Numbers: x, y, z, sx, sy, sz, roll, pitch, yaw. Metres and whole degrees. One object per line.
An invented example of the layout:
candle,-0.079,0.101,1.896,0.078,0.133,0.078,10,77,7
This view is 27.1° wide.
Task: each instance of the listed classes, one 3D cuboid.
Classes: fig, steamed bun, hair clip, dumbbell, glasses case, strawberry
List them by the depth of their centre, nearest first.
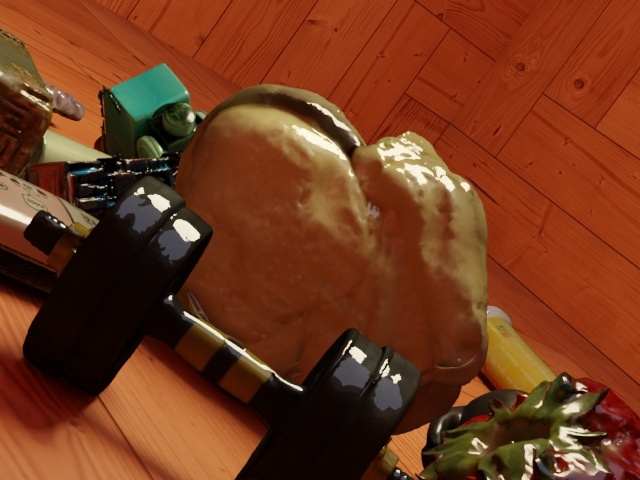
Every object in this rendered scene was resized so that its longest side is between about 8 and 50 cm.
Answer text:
dumbbell,-0.080,0.099,1.094,0.388,0.185,0.185,36,9,0
strawberry,0.212,0.275,1.187,0.277,0.257,0.257,61,3,-15
glasses case,-0.277,-0.007,1.248,0.314,0.075,0.122,28,15,-39
steamed bun,0.008,0.027,1.394,0.372,0.325,0.230,21,0,7
hair clip,-0.391,-0.188,1.765,0.173,0.069,0.300,31,10,-24
fig,-0.295,-0.119,1.868,0.050,0.050,0.083,32,29,-22

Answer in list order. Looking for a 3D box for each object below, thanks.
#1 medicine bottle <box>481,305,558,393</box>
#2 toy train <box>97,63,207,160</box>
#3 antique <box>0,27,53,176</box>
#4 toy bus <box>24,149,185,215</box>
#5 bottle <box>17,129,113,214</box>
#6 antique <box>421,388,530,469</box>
medicine bottle,0.352,0.250,2.153,0.108,0.108,0.426,30,11,-30
toy train,-0.212,-0.126,1.753,0.163,0.112,0.203,51,-27,24
antique,-0.396,-0.176,1.510,0.150,0.125,0.284,32,10,-23
toy bus,-0.225,-0.067,1.527,0.096,0.073,0.235,3,6,36
bottle,-0.285,-0.078,1.587,0.072,0.072,0.201,42,10,34
antique,0.259,0.277,1.436,0.322,0.185,0.255,32,11,0
